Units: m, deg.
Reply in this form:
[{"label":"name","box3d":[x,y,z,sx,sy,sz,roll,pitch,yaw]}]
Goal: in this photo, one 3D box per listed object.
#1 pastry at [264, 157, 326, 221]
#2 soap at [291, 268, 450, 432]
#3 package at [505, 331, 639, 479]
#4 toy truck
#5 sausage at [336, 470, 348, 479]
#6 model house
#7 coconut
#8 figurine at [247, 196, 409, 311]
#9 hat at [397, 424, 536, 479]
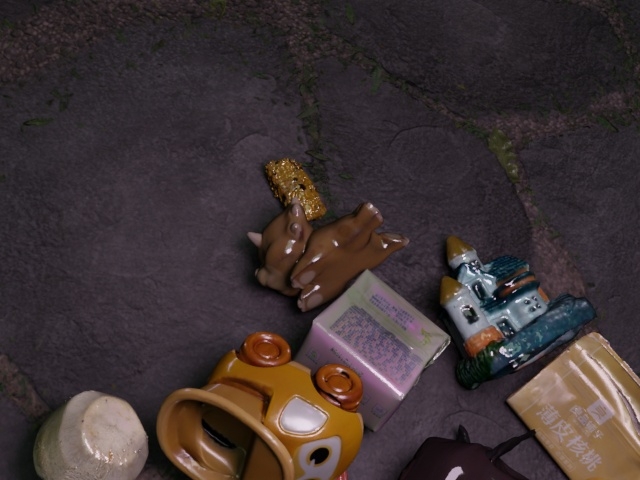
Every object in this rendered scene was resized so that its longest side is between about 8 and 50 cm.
[{"label":"pastry","box3d":[-0.048,-0.096,1.588,0.080,0.056,0.140,-21,77,-13]},{"label":"soap","box3d":[0.085,0.188,1.413,0.199,0.138,0.182,40,45,8]},{"label":"package","box3d":[0.521,0.325,1.449,0.221,0.165,0.311,-32,75,-24]},{"label":"toy truck","box3d":[-0.084,0.285,1.282,0.288,0.204,0.211,26,35,12]},{"label":"sausage","box3d":[0.025,0.333,1.410,0.034,0.034,0.253,0,65,-12]},{"label":"model house","box3d":[0.313,0.101,1.510,0.253,0.184,0.291,-26,68,-17]},{"label":"coconut","box3d":[-0.354,0.322,1.270,0.161,0.162,0.161,25,46,-28]},{"label":"figurine","box3d":[-0.005,0.000,1.477,0.247,0.177,0.173,-41,50,7]},{"label":"hat","box3d":[0.199,0.375,1.324,0.336,0.238,0.209,8,65,3]}]
